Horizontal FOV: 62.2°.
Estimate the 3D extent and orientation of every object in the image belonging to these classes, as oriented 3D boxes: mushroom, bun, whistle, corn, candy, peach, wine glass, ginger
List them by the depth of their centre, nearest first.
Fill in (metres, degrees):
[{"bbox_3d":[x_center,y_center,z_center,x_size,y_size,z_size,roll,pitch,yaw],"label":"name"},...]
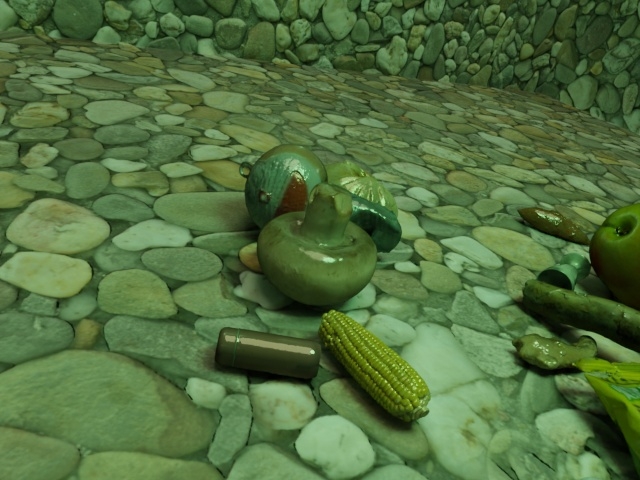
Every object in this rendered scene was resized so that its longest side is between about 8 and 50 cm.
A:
[{"bbox_3d":[0.471,0.277,0.708,0.187,0.081,0.297,9,38,-10],"label":"candy"},{"bbox_3d":[0.071,0.171,0.738,0.067,0.067,0.206,-13,37,-39],"label":"corn"},{"bbox_3d":[0.000,0.000,0.874,0.204,0.204,0.204,11,29,-6],"label":"mushroom"},{"bbox_3d":[0.400,0.186,0.881,0.173,0.051,0.069,9,17,-24],"label":"ginger"},{"bbox_3d":[-0.009,-0.067,1.018,0.347,0.189,0.189,26,30,7],"label":"whistle"},{"bbox_3d":[0.670,0.037,1.078,0.231,0.231,0.231,11,29,-6],"label":"peach"},{"bbox_3d":[0.506,0.076,1.099,0.073,0.073,0.155,33,31,31],"label":"wine glass"},{"bbox_3d":[0.071,-0.107,1.168,0.222,0.128,0.222,9,27,-5],"label":"bun"}]

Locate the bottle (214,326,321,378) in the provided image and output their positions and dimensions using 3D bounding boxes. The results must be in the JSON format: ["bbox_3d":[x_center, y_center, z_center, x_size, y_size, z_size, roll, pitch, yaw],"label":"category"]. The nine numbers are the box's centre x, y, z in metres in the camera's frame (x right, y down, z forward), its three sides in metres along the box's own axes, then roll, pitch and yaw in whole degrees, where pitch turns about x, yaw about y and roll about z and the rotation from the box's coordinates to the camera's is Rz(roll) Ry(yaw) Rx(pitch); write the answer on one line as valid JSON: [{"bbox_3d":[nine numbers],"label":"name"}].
[{"bbox_3d":[-0.071,0.152,0.722,0.140,0.053,0.053,11,29,-6],"label":"bottle"}]

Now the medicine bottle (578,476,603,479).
[{"bbox_3d":[0.288,0.313,0.573,0.055,0.074,0.118,30,33,28],"label":"medicine bottle"}]

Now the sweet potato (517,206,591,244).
[{"bbox_3d":[0.605,-0.041,1.361,0.206,0.060,0.068,31,66,10],"label":"sweet potato"}]

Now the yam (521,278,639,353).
[{"bbox_3d":[0.491,0.137,0.905,0.071,0.067,0.317,36,-10,-39],"label":"yam"}]
